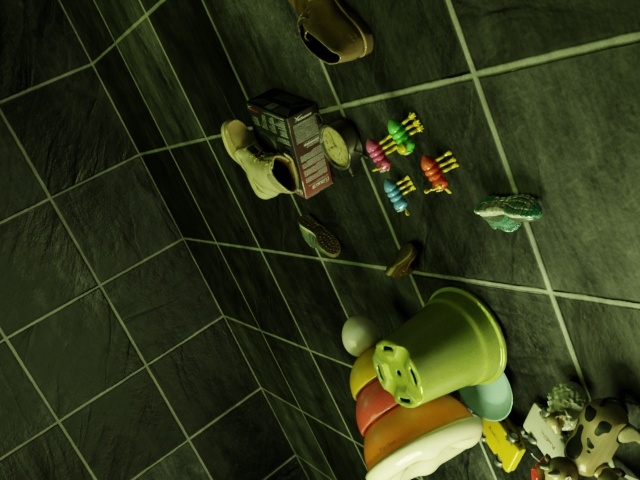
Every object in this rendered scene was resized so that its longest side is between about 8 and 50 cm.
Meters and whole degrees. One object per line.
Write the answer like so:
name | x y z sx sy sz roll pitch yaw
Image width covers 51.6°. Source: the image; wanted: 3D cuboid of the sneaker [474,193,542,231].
sneaker | 0.400 -0.052 1.374 0.076 0.065 0.166 50 163 -23

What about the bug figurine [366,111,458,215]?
bug figurine | 0.198 -0.174 1.573 0.216 0.072 0.279 58 156 0

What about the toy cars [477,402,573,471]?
toy cars | 0.543 0.508 1.701 0.393 0.087 0.177 150 125 -64

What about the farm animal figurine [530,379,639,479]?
farm animal figurine | 0.557 0.470 1.359 0.172 0.327 0.330 23 172 -27

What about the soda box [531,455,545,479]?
soda box | 0.622 0.678 1.750 0.083 0.092 0.263 25 140 46

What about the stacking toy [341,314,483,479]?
stacking toy | 0.202 0.412 1.870 0.351 0.350 0.480 102 146 -57

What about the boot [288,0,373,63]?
boot | -0.017 -0.520 1.522 0.305 0.115 0.112 49 156 21

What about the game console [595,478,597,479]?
game console | 0.615 0.689 1.462 0.250 0.293 0.173 18 133 25

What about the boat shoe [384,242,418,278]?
boat shoe | 0.232 0.059 1.807 0.060 0.064 0.178 26 155 -3

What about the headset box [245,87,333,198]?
headset box | -0.088 -0.272 1.941 0.218 0.110 0.293 31 144 46

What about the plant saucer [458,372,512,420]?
plant saucer | 0.445 0.385 1.774 0.195 0.037 0.195 28 127 47

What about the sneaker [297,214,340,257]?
sneaker | 0.000 0.000 2.164 0.192 0.064 0.086 44 160 28

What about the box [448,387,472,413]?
box | 0.407 0.452 1.927 0.054 0.059 0.169 39 149 41

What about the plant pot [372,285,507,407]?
plant pot | 0.283 0.289 1.680 0.276 0.253 0.276 34 135 43

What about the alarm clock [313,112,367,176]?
alarm clock | 0.044 -0.270 1.757 0.192 0.064 0.129 48 154 16

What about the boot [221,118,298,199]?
boot | -0.171 -0.240 1.882 0.203 0.095 0.262 0 120 63
